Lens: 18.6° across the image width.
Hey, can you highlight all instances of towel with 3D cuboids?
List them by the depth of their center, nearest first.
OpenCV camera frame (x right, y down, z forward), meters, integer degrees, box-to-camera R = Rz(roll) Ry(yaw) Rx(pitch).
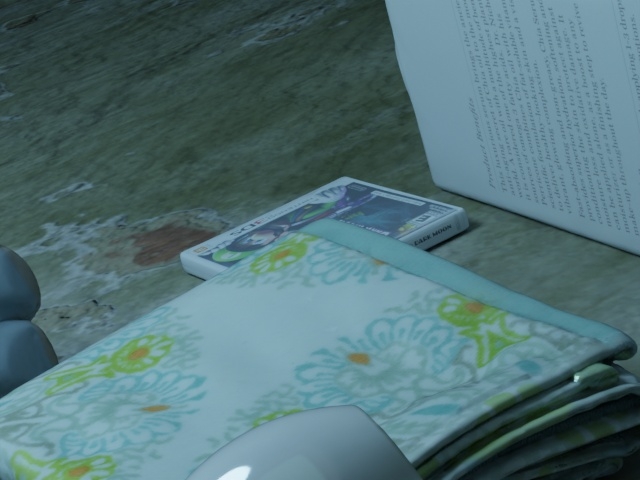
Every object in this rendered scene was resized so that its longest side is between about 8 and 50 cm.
[{"bbox_3d":[-0.023,0.110,1.203,0.320,0.090,0.374,-26,25,-27],"label":"towel"}]

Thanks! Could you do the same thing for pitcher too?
[{"bbox_3d":[-0.032,0.178,0.902,0.207,0.125,0.178,-37,22,-9],"label":"pitcher"}]

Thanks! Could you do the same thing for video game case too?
[{"bbox_3d":[0.000,0.000,1.602,0.173,0.022,0.190,-26,22,-24],"label":"video game case"}]

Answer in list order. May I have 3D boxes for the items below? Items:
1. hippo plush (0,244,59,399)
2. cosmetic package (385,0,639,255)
[{"bbox_3d":[-0.344,0.104,1.419,0.237,0.234,0.294,-27,57,26],"label":"hippo plush"},{"bbox_3d":[0.233,-0.130,1.462,0.161,0.230,0.453,-24,22,-21],"label":"cosmetic package"}]
